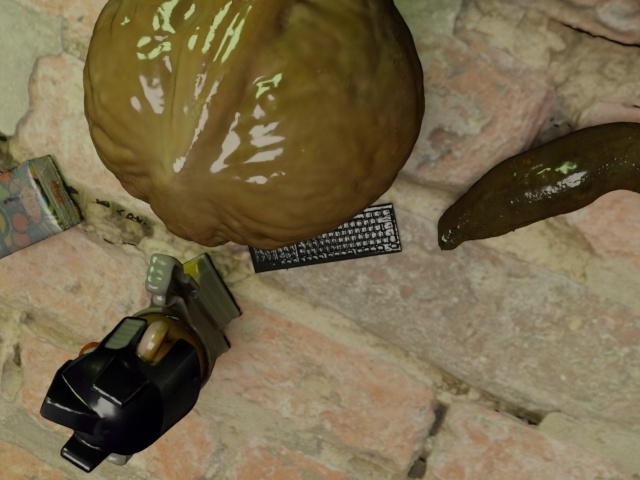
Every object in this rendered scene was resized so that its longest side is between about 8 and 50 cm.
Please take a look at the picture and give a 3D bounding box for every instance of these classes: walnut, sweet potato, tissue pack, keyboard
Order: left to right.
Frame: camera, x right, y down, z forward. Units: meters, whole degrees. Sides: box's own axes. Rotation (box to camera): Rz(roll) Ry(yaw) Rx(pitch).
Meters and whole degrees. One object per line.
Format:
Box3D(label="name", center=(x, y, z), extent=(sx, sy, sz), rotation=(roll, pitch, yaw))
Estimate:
Box3D(label="tissue pack", center=(-0.426, -0.045, 0.842), extent=(0.148, 0.060, 0.109), rotation=(-18, 103, 22))
Box3D(label="walnut", center=(-0.058, -0.137, 0.558), extent=(0.332, 0.333, 0.333), rotation=(5, 109, 15))
Box3D(label="keyboard", center=(0.000, 0.000, 0.759), extent=(0.202, 0.011, 0.067), rotation=(-9, 104, 18))
Box3D(label="sweet potato", center=(0.253, -0.050, 0.628), extent=(0.285, 0.085, 0.112), rotation=(-21, 106, 22))

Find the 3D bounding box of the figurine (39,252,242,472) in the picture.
Box3D(label="figurine", center=(-0.204, 0.147, 0.724), extent=(0.143, 0.308, 0.309), rotation=(5, 109, 10))
